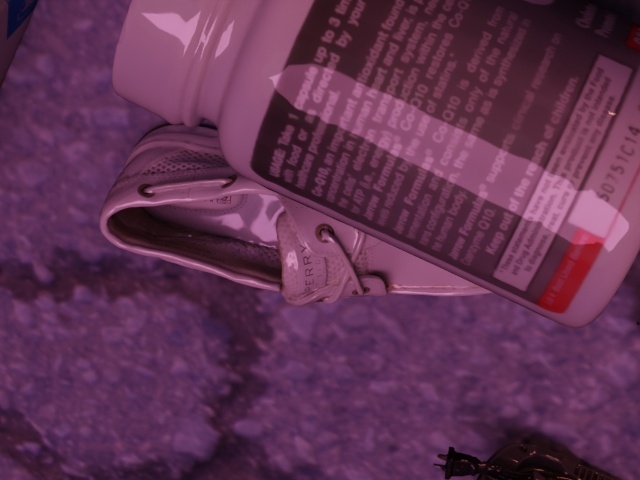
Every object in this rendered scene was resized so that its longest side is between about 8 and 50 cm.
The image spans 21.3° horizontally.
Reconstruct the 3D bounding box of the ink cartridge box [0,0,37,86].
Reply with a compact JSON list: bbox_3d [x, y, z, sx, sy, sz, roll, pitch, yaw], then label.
[{"bbox_3d":[-0.255,-0.082,1.040,0.078,0.134,0.231,31,130,-2],"label":"ink cartridge box"}]

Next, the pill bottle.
[{"bbox_3d":[0.046,-0.082,0.904,0.283,0.161,0.161,25,129,4],"label":"pill bottle"}]

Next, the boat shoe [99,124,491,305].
[{"bbox_3d":[0.000,0.000,1.020,0.277,0.096,0.098,7,125,17],"label":"boat shoe"}]

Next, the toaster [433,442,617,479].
[{"bbox_3d":[0.156,0.235,1.104,0.227,0.129,0.146,23,131,3],"label":"toaster"}]
